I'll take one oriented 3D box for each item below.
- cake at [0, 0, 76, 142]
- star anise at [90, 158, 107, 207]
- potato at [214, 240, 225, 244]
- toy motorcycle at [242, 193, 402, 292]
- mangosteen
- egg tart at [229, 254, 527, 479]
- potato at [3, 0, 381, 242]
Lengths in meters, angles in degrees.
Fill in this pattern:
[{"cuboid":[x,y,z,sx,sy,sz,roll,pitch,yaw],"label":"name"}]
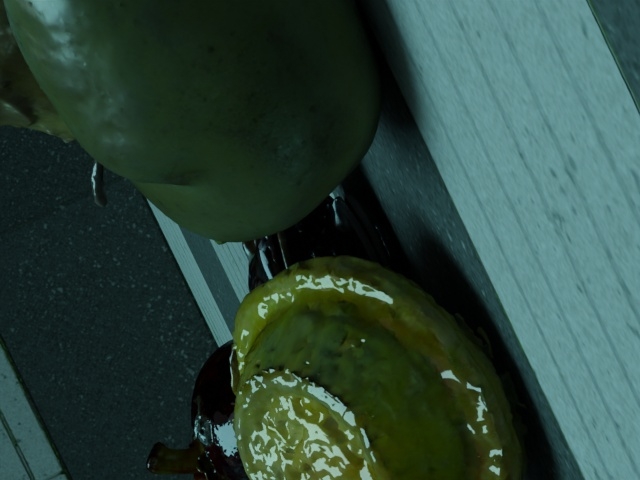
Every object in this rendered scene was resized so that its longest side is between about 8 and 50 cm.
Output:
[{"cuboid":[-0.359,-0.274,1.673,0.332,0.321,0.332,-21,65,56],"label":"cake"},{"cuboid":[-0.209,-0.188,1.764,0.218,0.227,0.148,54,166,-12],"label":"star anise"},{"cuboid":[-0.140,-0.073,2.065,0.149,0.081,0.120,65,169,-9],"label":"potato"},{"cuboid":[0.027,0.099,1.452,0.401,0.134,0.207,65,171,3],"label":"toy motorcycle"},{"cuboid":[-0.090,0.240,2.079,0.235,0.261,0.235,62,169,21],"label":"mangosteen"},{"cuboid":[0.023,0.143,1.294,0.288,0.118,0.288,27,133,32],"label":"egg tart"},{"cuboid":[-0.094,-0.155,1.151,0.326,0.221,0.243,53,-178,-24],"label":"potato"}]
